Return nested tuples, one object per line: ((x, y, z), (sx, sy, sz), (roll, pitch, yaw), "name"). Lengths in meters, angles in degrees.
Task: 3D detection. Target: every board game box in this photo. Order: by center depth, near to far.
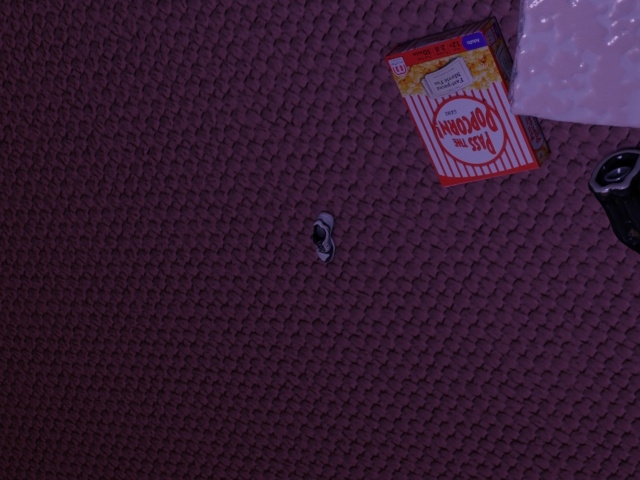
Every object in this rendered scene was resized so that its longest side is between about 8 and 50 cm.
((0.186, -0.171, 1.907), (0.146, 0.045, 0.193), (-12, 114, 37), "board game box")

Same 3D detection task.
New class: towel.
((0.375, -0.267, 1.646), (0.317, 0.053, 0.332), (5, 129, 1), "towel")

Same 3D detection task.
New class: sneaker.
((0.000, 0.000, 2.147), (0.032, 0.037, 0.083), (12, 128, 23), "sneaker")

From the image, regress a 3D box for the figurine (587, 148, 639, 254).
((0.460, -0.015, 1.827), (0.214, 0.092, 0.209), (-8, 124, 35), "figurine")
